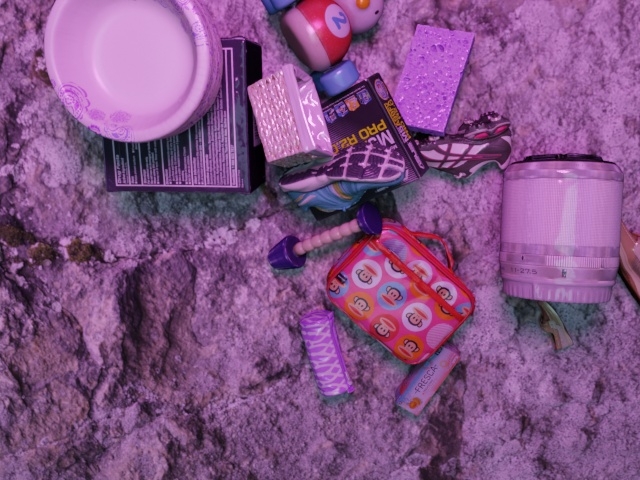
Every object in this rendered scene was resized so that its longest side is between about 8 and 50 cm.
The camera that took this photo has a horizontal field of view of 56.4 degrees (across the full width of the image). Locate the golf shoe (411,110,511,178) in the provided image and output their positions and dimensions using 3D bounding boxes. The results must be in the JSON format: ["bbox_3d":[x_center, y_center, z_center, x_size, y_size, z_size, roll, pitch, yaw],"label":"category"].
[{"bbox_3d":[0.259,-0.175,1.231,0.273,0.105,0.120,-12,113,10],"label":"golf shoe"}]

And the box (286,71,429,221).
[{"bbox_3d":[0.052,-0.181,1.211,0.270,0.060,0.216,-21,104,37],"label":"box"}]

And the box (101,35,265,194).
[{"bbox_3d":[-0.273,-0.253,1.212,0.294,0.182,0.296,1,103,5],"label":"box"}]

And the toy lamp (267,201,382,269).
[{"bbox_3d":[0.000,0.000,1.277,0.275,0.080,0.080,-24,103,35],"label":"toy lamp"}]

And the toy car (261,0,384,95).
[{"bbox_3d":[0.046,-0.436,1.136,0.238,0.210,0.219,-35,111,1],"label":"toy car"}]

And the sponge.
[{"bbox_3d":[0.217,-0.317,1.179,0.117,0.031,0.210,17,85,16],"label":"sponge"}]

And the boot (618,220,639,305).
[{"bbox_3d":[0.710,0.001,1.238,0.204,0.095,0.262,-32,102,13],"label":"boot"}]

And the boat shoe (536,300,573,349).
[{"bbox_3d":[0.516,0.190,1.332,0.045,0.050,0.135,-32,100,7],"label":"boat shoe"}]

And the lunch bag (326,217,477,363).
[{"bbox_3d":[0.185,0.099,1.309,0.293,0.120,0.258,41,101,-7],"label":"lunch bag"}]

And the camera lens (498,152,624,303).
[{"bbox_3d":[0.466,-0.026,1.167,0.220,0.219,0.274,2,92,5],"label":"camera lens"}]

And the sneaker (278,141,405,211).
[{"bbox_3d":[0.049,-0.116,1.167,0.275,0.107,0.110,-5,133,37],"label":"sneaker"}]

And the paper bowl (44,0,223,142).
[{"bbox_3d":[-0.309,-0.315,1.033,0.285,0.148,0.284,1,103,5],"label":"paper bowl"}]

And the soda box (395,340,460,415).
[{"bbox_3d":[0.247,0.314,1.387,0.063,0.058,0.183,31,105,-3],"label":"soda box"}]

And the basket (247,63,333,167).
[{"bbox_3d":[-0.057,-0.225,1.118,0.103,0.113,0.167,-18,85,19],"label":"basket"}]

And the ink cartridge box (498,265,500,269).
[{"bbox_3d":[0.490,0.008,1.300,0.146,0.045,0.179,23,88,-1],"label":"ink cartridge box"}]

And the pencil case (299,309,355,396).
[{"bbox_3d":[0.016,0.262,1.378,0.088,0.086,0.206,-4,110,42],"label":"pencil case"}]
